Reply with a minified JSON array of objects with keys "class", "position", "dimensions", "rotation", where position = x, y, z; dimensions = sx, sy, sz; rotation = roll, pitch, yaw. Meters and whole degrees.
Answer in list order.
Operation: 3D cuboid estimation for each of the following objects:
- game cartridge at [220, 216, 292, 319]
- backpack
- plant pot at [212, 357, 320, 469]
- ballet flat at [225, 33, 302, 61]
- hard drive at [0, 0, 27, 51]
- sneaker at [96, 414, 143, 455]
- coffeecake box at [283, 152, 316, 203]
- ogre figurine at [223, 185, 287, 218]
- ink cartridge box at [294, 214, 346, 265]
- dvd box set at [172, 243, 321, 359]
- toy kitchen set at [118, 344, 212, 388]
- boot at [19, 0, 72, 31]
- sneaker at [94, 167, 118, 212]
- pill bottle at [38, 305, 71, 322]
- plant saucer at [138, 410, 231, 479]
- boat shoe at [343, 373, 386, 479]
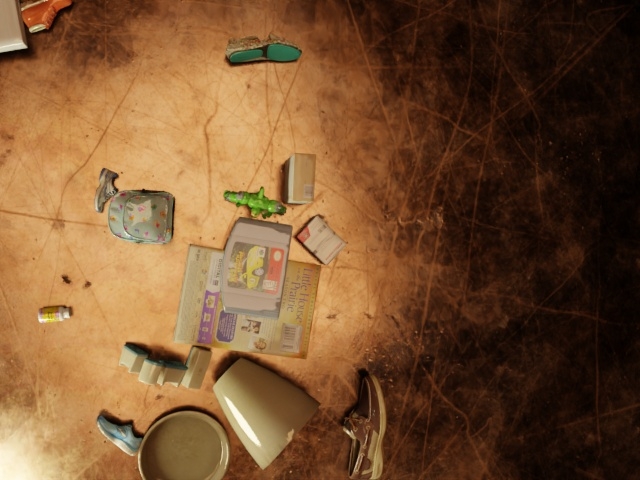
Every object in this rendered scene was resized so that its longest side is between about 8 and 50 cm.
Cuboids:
[{"class":"game cartridge","position":[-0.201,0.083,1.815],"dimensions":[0.195,0.060,0.295],"rotation":[9,87,-8]},{"class":"backpack","position":[-0.531,-0.071,1.759],"dimensions":[0.188,0.144,0.166],"rotation":[4,95,-9]},{"class":"plant pot","position":[-0.185,0.496,1.805],"dimensions":[0.274,0.256,0.256],"rotation":[41,82,8]},{"class":"ballet flat","position":[-0.178,-0.607,1.860],"dimensions":[0.240,0.091,0.077],"rotation":[-6,70,-15]},{"class":"hard drive","position":[-1.023,-0.623,1.666],"dimensions":[0.352,0.047,0.233],"rotation":[-12,87,-6]},{"class":"sneaker","position":[-0.605,0.574,1.800],"dimensions":[0.162,0.063,0.073],"rotation":[44,66,-15]},{"class":"coffeecake box","position":[-0.066,-0.185,1.832],"dimensions":[0.068,0.185,0.143],"rotation":[2,91,-12]},{"class":"ogre figurine","position":[-0.197,-0.119,1.840],"dimensions":[0.197,0.118,0.097],"rotation":[36,84,-10]},{"class":"ink cartridge box","position":[0.000,0.000,1.914],"dimensions":[0.135,0.056,0.099],"rotation":[45,82,-9]},{"class":"dvd box set","position":[-0.225,0.192,1.866],"dimensions":[0.420,0.062,0.308],"rotation":[9,89,-12]},{"class":"toy kitchen set","position":[-0.471,0.358,1.817],"dimensions":[0.207,0.166,0.122],"rotation":[23,86,-48]},{"class":"boot","position":[-0.790,-0.664,1.742],"dimensions":[0.157,0.059,0.085],"rotation":[-21,98,-3]},{"class":"sneaker","position":[-0.638,-0.147,1.781],"dimensions":[0.058,0.052,0.135],"rotation":[13,88,-16]},{"class":"pill bottle","position":[-0.782,0.216,1.757],"dimensions":[0.083,0.043,0.044],"rotation":[-5,92,-12]},{"class":"plant saucer","position":[-0.417,0.659,1.842],"dimensions":[0.277,0.041,0.278],"rotation":[0,91,-12]},{"class":"boat shoe","position":[0.135,0.603,1.921],"dimensions":[0.123,0.123,0.342],"rotation":[0,97,-13]}]
